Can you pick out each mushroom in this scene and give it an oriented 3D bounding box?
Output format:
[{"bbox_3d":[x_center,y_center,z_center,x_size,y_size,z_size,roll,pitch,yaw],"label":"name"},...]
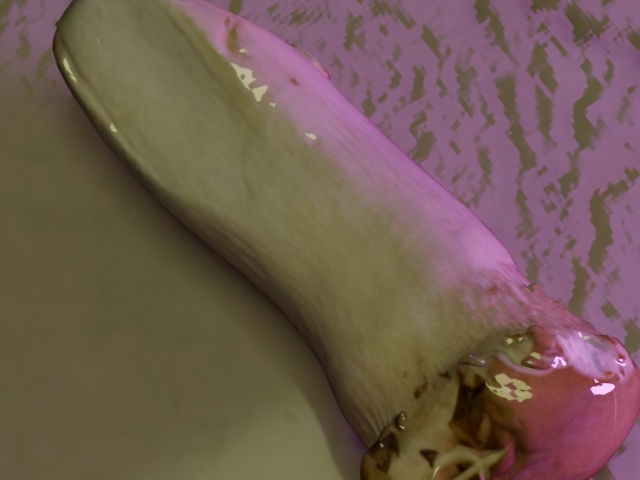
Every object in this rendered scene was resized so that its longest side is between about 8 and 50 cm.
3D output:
[{"bbox_3d":[0.000,0.000,0.521,0.084,0.071,0.209,-48,69,13],"label":"mushroom"}]
